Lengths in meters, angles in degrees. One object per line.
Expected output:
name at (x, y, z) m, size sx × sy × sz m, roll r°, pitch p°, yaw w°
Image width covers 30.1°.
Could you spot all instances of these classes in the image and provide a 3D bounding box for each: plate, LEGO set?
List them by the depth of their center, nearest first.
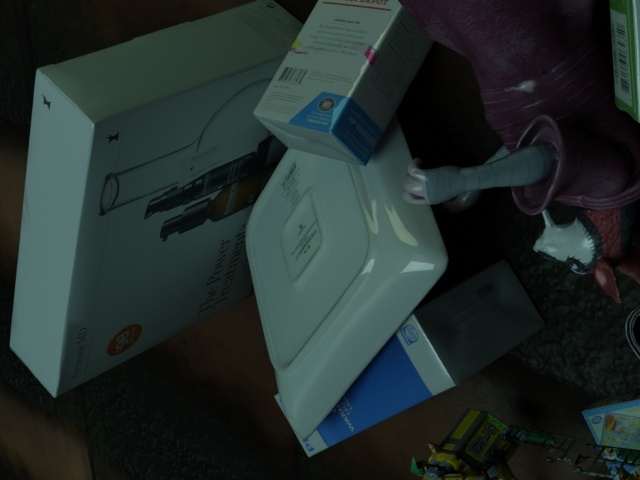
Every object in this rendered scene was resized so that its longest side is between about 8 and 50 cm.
LEGO set at (0.206, 0.296, 1.001) m, size 0.331 × 0.192 × 0.255 m, roll 10°, pitch 136°, yaw 42°
plate at (0.000, 0.000, 1.121) m, size 0.277 × 0.045 × 0.278 m, roll -56°, pitch 37°, yaw 40°

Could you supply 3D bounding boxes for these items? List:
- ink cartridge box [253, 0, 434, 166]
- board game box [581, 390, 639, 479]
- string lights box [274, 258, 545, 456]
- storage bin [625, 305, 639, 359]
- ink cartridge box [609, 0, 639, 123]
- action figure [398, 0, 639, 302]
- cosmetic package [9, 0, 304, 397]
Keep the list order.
ink cartridge box at (0.032, -0.164, 1.060) m, size 0.104 × 0.181 × 0.061 m, roll 18°, pitch 164°, yaw 43°
board game box at (0.303, 0.173, 0.997) m, size 0.154 × 0.026 × 0.103 m, roll -25°, pitch 89°, yaw 52°
string lights box at (0.078, 0.117, 1.144) m, size 0.077 × 0.133 × 0.259 m, roll 59°, pitch 142°, yaw 6°
storage bin at (0.326, 0.092, 0.860) m, size 0.122 × 0.084 × 0.180 m, roll -44°, pitch 74°, yaw 37°
ink cartridge box at (0.294, -0.146, 0.760) m, size 0.062 × 0.209 × 0.109 m, roll -92°, pitch -6°, yaw -72°
action figure at (0.175, -0.129, 0.913) m, size 0.275 × 0.248 × 0.370 m, roll -30°, pitch 101°, yaw 10°
cosmetic package at (-0.165, -0.041, 1.223) m, size 0.097 × 0.284 × 0.377 m, roll 44°, pitch 138°, yaw 26°
